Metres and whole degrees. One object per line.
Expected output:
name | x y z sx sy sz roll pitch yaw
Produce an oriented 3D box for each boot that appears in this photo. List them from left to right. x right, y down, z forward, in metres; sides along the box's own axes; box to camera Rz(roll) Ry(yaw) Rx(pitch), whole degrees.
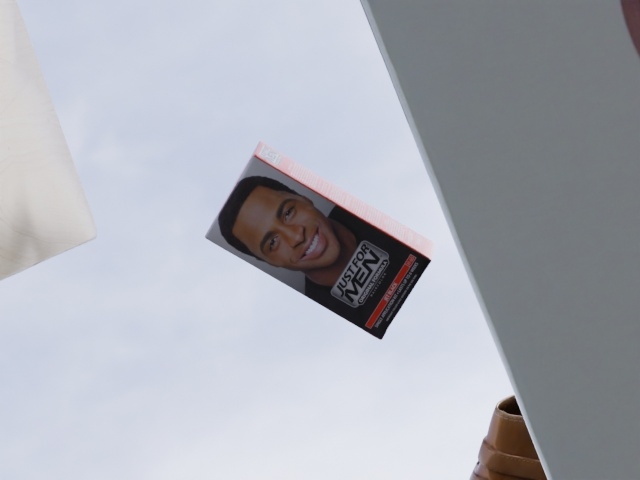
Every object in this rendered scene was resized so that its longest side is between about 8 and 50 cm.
boot | 0.100 0.173 1.110 0.197 0.073 0.152 -18 -53 -44

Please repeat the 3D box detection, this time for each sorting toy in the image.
sorting toy | -0.240 -0.095 1.018 0.089 0.255 0.257 -18 4 9

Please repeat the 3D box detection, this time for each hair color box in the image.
hair color box | 0.000 0.000 1.225 0.141 0.043 0.072 30 -72 -3

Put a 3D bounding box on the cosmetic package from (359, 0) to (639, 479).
cosmetic package | 0.112 0.003 0.525 0.129 0.296 0.153 -22 0 9
